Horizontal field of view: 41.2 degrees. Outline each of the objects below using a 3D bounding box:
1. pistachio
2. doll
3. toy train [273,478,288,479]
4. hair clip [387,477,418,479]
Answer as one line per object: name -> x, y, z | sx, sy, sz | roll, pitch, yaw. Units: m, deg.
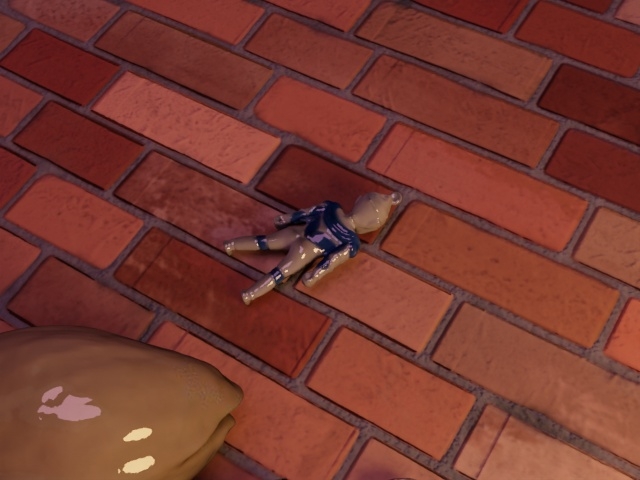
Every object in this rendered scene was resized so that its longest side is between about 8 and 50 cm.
pistachio -> -0.245, 0.188, 0.876 | 0.332, 0.207, 0.226 | -4, 15, -4
doll -> 0.000, 0.000, 1.041 | 0.228, 0.057, 0.114 | -25, 53, 1
toy train -> -0.012, 0.333, 0.814 | 0.248, 0.101, 0.159 | 19, 85, 20
hair clip -> 0.087, 0.310, 0.858 | 0.054, 0.022, 0.137 | -8, 66, 1
